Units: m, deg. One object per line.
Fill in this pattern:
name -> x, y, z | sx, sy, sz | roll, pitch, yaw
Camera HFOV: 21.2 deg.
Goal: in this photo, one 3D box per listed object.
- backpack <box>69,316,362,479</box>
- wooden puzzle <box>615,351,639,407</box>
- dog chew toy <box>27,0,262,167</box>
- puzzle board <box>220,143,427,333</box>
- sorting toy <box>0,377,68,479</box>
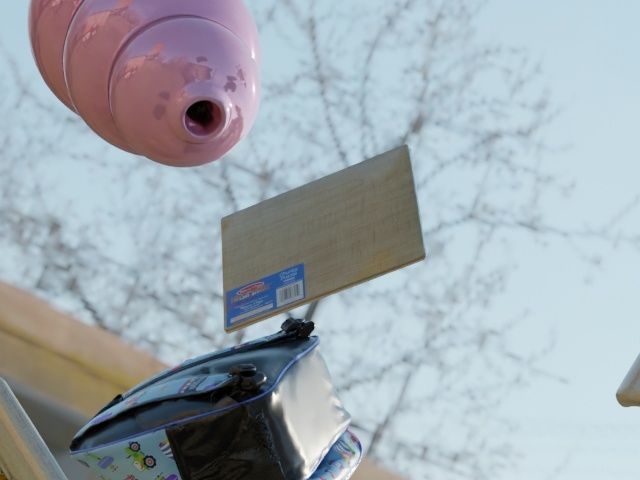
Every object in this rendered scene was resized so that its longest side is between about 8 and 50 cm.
backpack -> -0.078, 0.143, 1.194 | 0.173, 0.117, 0.158 | -19, 7, 19
wooden puzzle -> 0.367, -0.017, 1.145 | 0.080, 0.322, 0.348 | 41, -18, -23
dog chew toy -> -0.146, -0.169, 1.533 | 0.206, 0.207, 0.332 | 32, 11, -29
puzzle board -> 0.000, 0.000, 1.010 | 0.128, 0.096, 0.011 | -22, -48, 16
sorting toy -> -0.168, 0.203, 1.003 | 0.348, 0.047, 0.196 | 47, -32, 43
